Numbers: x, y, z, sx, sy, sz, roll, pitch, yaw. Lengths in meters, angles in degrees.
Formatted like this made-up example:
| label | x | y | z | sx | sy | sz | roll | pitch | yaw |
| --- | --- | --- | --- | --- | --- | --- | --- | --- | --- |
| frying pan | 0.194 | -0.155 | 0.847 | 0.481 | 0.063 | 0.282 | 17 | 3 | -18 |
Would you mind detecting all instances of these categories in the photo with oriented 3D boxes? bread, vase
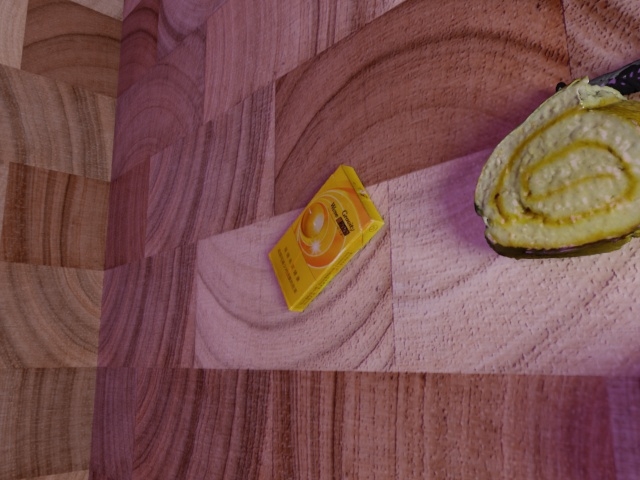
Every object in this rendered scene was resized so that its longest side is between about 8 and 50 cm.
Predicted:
| label | x | y | z | sx | sy | sz | roll | pitch | yaw |
| --- | --- | --- | --- | --- | --- | --- | --- | --- | --- |
| bread | 0.302 | -0.070 | 0.655 | 0.257 | 0.124 | 0.185 | -34 | 66 | 49 |
| vase | 0.376 | -0.195 | 0.656 | 0.167 | 0.059 | 0.059 | -15 | 71 | 47 |

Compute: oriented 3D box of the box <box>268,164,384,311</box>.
| label | x | y | z | sx | sy | sz | roll | pitch | yaw |
| --- | --- | --- | --- | --- | --- | --- | --- | --- | --- |
| box | 0.000 | 0.000 | 1.053 | 0.269 | 0.044 | 0.152 | -50 | 49 | 30 |
